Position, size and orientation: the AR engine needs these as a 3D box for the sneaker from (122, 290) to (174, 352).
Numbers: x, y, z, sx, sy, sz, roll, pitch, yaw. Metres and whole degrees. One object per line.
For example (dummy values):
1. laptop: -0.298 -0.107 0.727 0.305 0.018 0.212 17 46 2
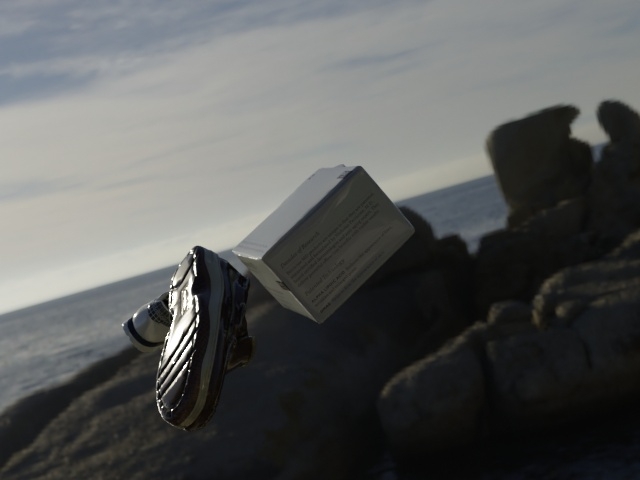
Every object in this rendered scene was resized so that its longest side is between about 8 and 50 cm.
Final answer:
1. sneaker: -0.231 0.121 1.743 0.095 0.090 0.235 -47 -9 23

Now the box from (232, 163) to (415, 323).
1. box: 0.000 0.000 1.381 0.182 0.119 0.181 -43 13 -10

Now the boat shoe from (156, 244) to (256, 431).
1. boat shoe: -0.108 0.105 1.102 0.095 0.095 0.257 -47 26 30
